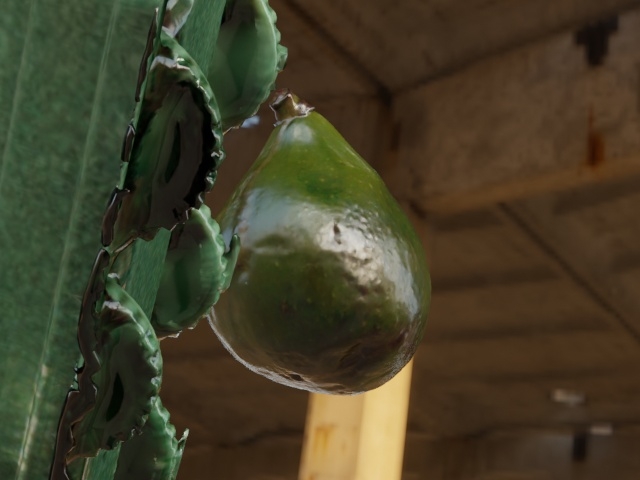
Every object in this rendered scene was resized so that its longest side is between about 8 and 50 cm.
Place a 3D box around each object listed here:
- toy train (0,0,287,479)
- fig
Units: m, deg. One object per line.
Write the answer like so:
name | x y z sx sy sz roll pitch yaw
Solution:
toy train | -0.124 0.006 0.538 0.178 0.138 0.330 18 -64 5
fig | 0.000 0.000 1.292 0.195 0.244 0.195 3 -9 1
